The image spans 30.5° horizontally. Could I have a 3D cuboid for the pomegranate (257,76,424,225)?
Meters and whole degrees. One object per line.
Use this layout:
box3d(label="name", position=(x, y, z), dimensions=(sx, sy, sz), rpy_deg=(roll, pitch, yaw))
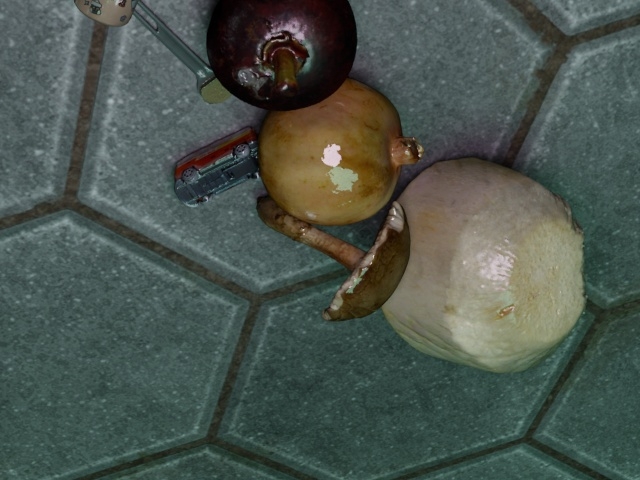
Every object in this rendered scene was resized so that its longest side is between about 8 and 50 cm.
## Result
box3d(label="pomegranate", position=(0.036, -0.148, 1.943), dimensions=(0.270, 0.252, 0.229), rpy_deg=(10, 132, 25))

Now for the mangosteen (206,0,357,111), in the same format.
box3d(label="mangosteen", position=(-0.058, -0.295, 1.776), dimensions=(0.236, 0.261, 0.235), rpy_deg=(-2, 121, -3))

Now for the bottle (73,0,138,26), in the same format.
box3d(label="bottle", position=(-0.295, -0.398, 1.728), dimensions=(0.099, 0.099, 0.152), rpy_deg=(15, 123, -29))

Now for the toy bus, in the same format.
box3d(label="toy bus", position=(-0.173, -0.128, 2.033), dimensions=(0.174, 0.077, 0.079), rpy_deg=(-25, 135, 8))

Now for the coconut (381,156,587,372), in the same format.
box3d(label="coconut", position=(0.291, 0.041, 2.165), dimensions=(0.345, 0.415, 0.415), rpy_deg=(0, 134, -31))

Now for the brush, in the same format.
box3d(label="brush", position=(-0.231, -0.308, 1.878), dimensions=(0.062, 0.027, 0.266), rpy_deg=(-33, 133, 16))

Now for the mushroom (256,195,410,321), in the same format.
box3d(label="mushroom", position=(0.008, 0.034, 2.041), dimensions=(0.302, 0.233, 0.208), rpy_deg=(1, 99, 16))
